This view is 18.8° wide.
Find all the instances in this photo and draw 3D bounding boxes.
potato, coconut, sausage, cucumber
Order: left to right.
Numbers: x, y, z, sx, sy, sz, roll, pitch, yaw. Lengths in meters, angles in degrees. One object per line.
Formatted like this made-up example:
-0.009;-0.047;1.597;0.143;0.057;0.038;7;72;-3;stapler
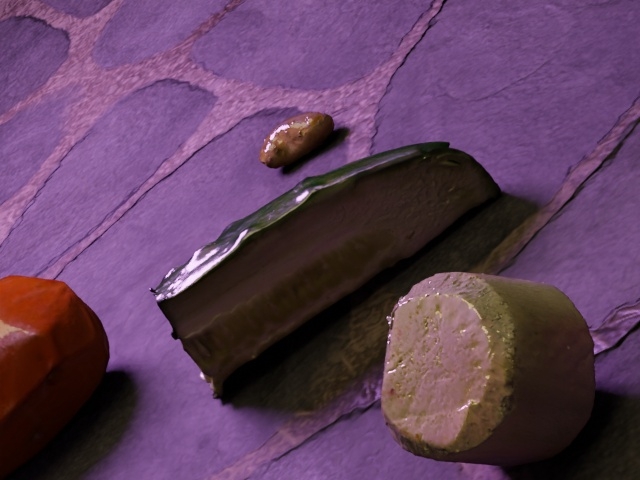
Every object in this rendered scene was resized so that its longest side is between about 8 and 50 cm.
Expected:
-0.331;0.150;1.897;0.268;0.153;0.141;-42;59;-9;sausage
-0.028;-0.110;2.052;0.092;0.045;0.046;-33;62;16;potato
-0.002;-0.003;1.757;0.325;0.145;0.105;-32;33;3;cucumber
0.127;0.096;1.416;0.147;0.152;0.147;-5;82;42;coconut
